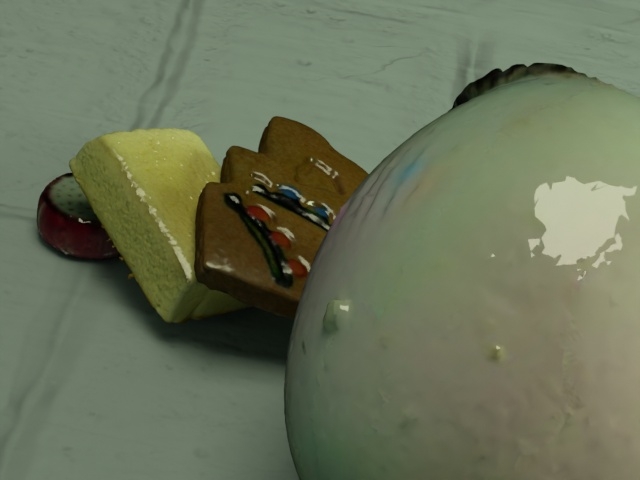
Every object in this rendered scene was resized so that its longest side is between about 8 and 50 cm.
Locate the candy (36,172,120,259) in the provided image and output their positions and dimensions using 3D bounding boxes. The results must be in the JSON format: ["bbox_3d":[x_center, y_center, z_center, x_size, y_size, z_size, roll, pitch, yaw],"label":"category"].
[{"bbox_3d":[-0.210,-0.024,1.705,0.103,0.043,0.103,7,32,-4],"label":"candy"}]

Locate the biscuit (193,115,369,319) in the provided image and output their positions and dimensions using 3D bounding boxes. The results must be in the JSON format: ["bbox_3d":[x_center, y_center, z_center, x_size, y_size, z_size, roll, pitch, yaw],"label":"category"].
[{"bbox_3d":[0.001,-0.001,1.633,0.278,0.043,0.301,45,33,16],"label":"biscuit"}]

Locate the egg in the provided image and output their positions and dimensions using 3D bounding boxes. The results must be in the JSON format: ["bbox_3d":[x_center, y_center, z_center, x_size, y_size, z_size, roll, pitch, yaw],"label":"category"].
[{"bbox_3d":[0.132,0.098,1.347,0.354,0.354,0.340,28,53,26],"label":"egg"}]

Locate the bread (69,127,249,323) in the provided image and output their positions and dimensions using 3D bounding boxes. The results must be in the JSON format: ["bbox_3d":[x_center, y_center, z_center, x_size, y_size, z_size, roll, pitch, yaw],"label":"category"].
[{"bbox_3d":[-0.126,-0.017,1.647,0.125,0.068,0.188,-6,51,-45],"label":"bread"}]
